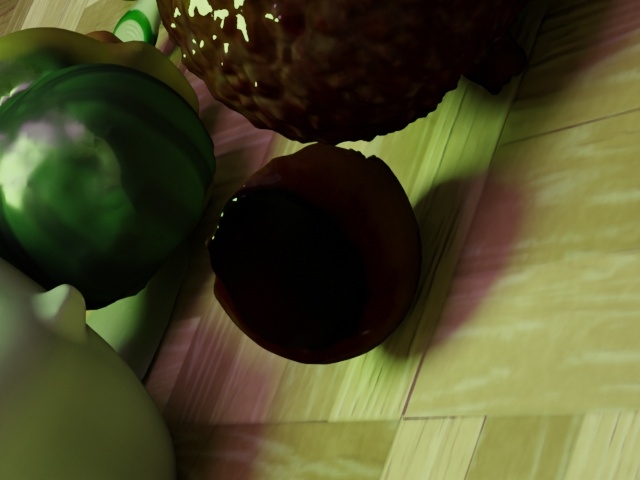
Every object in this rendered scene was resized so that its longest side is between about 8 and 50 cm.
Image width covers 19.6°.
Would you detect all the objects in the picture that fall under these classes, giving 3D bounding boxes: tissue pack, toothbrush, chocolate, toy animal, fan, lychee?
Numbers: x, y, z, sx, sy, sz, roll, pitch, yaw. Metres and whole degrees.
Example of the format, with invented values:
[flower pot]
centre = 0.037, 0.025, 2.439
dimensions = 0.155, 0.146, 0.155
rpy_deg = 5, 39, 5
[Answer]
[tissue pack]
centre = -0.247, 0.124, 1.236
dimensions = 0.236, 0.229, 0.333
rpy_deg = -50, 37, -9
[toothbrush]
centre = -0.172, -0.172, 1.649
dimensions = 0.418, 0.042, 0.040
rpy_deg = -50, -6, 38
[chocolate]
centre = 0.000, 0.000, 1.040
dimensions = 0.124, 0.127, 0.133
rpy_deg = -8, 19, 28
[toy animal]
centre = -0.199, -0.066, 1.430
dimensions = 0.216, 0.191, 0.338
rpy_deg = -54, 22, 4
[fan]
centre = -0.193, 0.091, 1.478
dimensions = 0.310, 0.010, 0.182
rpy_deg = -26, 39, 51
[lychee]
centre = 0.017, -0.181, 1.053
dimensions = 0.260, 0.260, 0.260
rpy_deg = -46, 28, 33

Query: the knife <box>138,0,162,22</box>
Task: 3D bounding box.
[knife]
centre = -0.126, -0.214, 1.674
dimensions = 0.047, 0.017, 0.298
rpy_deg = -62, 19, -6
